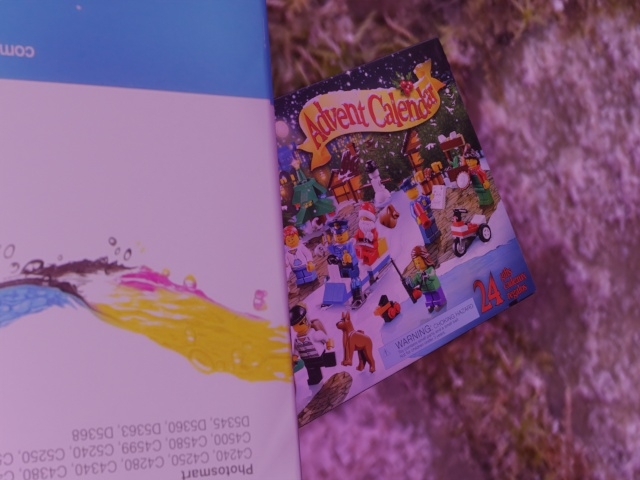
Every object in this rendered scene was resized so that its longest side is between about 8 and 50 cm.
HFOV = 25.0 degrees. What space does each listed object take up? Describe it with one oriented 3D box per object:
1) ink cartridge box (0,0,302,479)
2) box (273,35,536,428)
[{"bbox_3d":[-0.142,0.035,0.566,0.197,0.198,0.270,1,80,-36],"label":"ink cartridge box"},{"bbox_3d":[0.000,0.000,0.770,0.233,0.044,0.159,-26,97,-36],"label":"box"}]
